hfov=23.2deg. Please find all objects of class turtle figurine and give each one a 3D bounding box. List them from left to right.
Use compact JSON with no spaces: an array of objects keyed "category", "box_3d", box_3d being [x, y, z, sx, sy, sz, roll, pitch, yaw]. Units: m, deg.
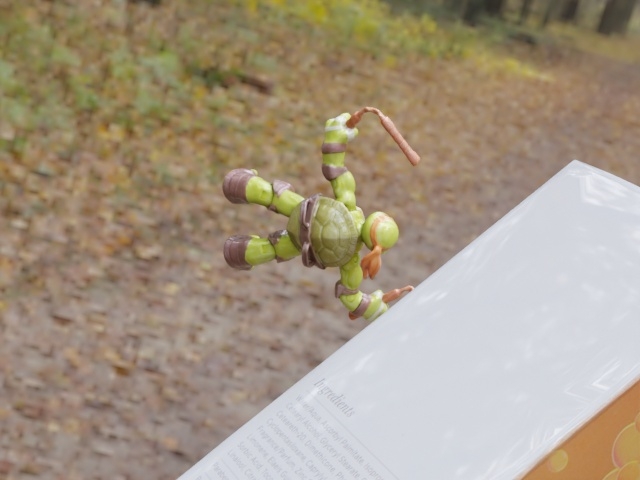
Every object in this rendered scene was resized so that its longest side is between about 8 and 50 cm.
[{"category":"turtle figurine","box_3d":[0.000,0.000,1.571,0.217,0.270,0.087,4,23,37]}]

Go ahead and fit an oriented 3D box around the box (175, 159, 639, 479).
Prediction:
[{"category":"box","box_3d":[0.084,0.161,0.768,0.215,0.345,0.168,56,-10,-29]}]
